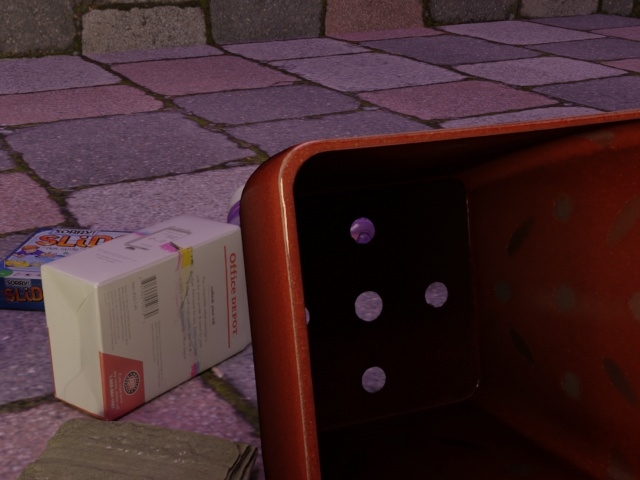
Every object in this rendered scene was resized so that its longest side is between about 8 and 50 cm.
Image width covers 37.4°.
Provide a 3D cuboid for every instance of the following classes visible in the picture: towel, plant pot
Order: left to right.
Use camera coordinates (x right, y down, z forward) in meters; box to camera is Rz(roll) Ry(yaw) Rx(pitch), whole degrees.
[{"bbox_3d":[-0.122,0.157,0.614,0.148,0.027,0.110,6,22,12],"label":"towel"},{"bbox_3d":[0.075,0.061,0.583,0.267,0.267,0.236,-8,8,-20],"label":"plant pot"}]

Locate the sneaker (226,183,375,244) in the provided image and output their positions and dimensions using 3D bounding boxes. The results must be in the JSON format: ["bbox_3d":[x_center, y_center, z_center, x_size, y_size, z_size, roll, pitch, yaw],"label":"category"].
[{"bbox_3d":[0.000,0.000,0.959,0.236,0.095,0.104,2,27,20],"label":"sneaker"}]

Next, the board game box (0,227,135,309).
[{"bbox_3d":[-0.209,0.029,0.945,0.201,0.035,0.136,2,21,5],"label":"board game box"}]

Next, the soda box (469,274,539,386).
[{"bbox_3d":[0.246,0.050,0.800,0.286,0.098,0.091,-18,28,-39],"label":"soda box"}]

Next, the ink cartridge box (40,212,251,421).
[{"bbox_3d":[-0.124,0.050,0.775,0.067,0.115,0.198,15,24,35],"label":"ink cartridge box"}]
